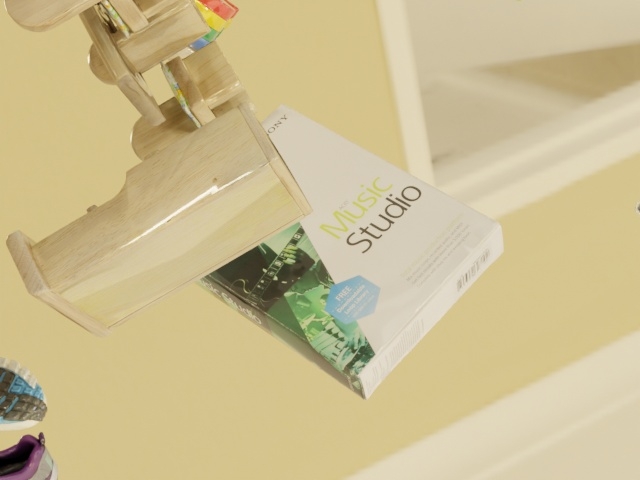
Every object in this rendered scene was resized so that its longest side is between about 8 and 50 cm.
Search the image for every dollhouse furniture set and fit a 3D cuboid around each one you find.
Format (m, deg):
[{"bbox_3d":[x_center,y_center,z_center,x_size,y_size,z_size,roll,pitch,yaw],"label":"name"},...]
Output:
[{"bbox_3d":[-0.139,-0.089,0.828,0.161,0.212,0.242,-30,-112,2],"label":"dollhouse furniture set"}]

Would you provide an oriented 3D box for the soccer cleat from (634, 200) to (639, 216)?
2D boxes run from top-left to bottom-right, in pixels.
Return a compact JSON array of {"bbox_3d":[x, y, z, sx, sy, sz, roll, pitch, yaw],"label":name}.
[{"bbox_3d":[0.309,-0.024,1.121,0.083,0.035,0.029,2,-111,46],"label":"soccer cleat"}]

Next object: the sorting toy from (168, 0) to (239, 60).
[{"bbox_3d":[-0.202,-0.298,1.509,0.089,0.255,0.257,-52,-170,8],"label":"sorting toy"}]

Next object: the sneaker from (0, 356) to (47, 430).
[{"bbox_3d":[-0.323,0.156,1.206,0.191,0.083,0.071,3,-139,28],"label":"sneaker"}]

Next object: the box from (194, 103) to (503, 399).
[{"bbox_3d":[0.000,0.000,1.411,0.322,0.058,0.232,30,-116,32],"label":"box"}]

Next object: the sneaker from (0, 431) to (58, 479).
[{"bbox_3d":[-0.439,0.311,1.635,0.224,0.098,0.083,-30,-124,-23],"label":"sneaker"}]
